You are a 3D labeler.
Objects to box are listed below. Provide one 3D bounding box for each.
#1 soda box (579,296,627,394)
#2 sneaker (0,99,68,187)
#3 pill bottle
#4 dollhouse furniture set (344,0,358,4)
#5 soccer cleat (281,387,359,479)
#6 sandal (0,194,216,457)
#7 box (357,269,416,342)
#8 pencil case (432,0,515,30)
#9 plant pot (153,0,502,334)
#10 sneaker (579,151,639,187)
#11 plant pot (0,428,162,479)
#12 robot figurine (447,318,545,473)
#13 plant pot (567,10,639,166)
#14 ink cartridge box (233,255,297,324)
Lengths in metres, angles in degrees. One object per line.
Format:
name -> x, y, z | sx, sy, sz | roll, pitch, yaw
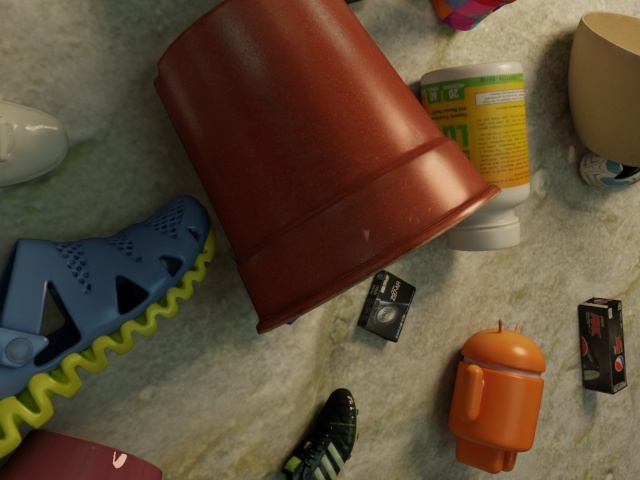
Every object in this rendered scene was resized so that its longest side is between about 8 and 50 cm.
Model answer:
soda box -> 0.521, 0.193, 1.223 | 0.053, 0.060, 0.168 | -14, 101, -37
sneaker -> -0.307, -0.084, 0.542 | 0.212, 0.094, 0.080 | -2, 93, -38
pill bottle -> 0.216, -0.114, 0.916 | 0.136, 0.136, 0.245 | -13, 101, -36
dollhouse furniture set -> 0.124, -0.456, 0.811 | 0.301, 0.151, 0.197 | -44, 118, -27
soccer cleat -> -0.004, 0.269, 0.825 | 0.072, 0.060, 0.178 | 23, 82, -35
sandal -> -0.230, 0.050, 0.599 | 0.317, 0.126, 0.138 | -43, 113, -29
box -> 0.092, 0.090, 0.910 | 0.067, 0.018, 0.083 | 31, 75, -35
pencil case -> 0.241, -0.352, 0.855 | 0.104, 0.236, 0.104 | 0, 90, -23
plant pot -> -0.010, -0.092, 0.652 | 0.272, 0.272, 0.265 | -30, 89, -32
sneaker -> 0.572, -0.141, 1.223 | 0.237, 0.086, 0.085 | -13, 100, -38
plant pot -> -0.231, 0.272, 0.577 | 0.201, 0.201, 0.180 | 38, 56, -33
robot figurine -> 0.263, 0.227, 0.986 | 0.158, 0.128, 0.219 | 12, 86, -10
plant pot -> 0.529, -0.235, 1.097 | 0.284, 0.284, 0.191 | -14, 134, -36
ink cartridge box -> 0.000, 0.000, 0.816 | 0.207, 0.046, 0.097 | -42, 116, -28
